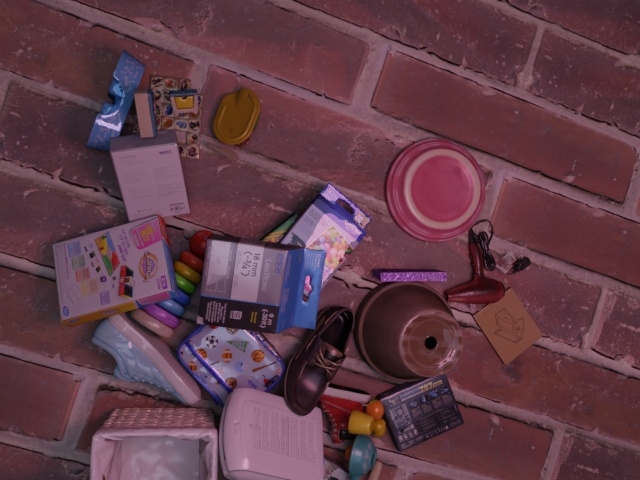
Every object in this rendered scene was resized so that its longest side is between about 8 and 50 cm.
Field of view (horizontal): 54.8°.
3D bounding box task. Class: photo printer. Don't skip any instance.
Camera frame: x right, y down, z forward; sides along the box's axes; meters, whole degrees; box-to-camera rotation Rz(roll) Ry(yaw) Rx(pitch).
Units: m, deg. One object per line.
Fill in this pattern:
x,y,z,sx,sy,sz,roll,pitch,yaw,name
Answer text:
-0.139,0.556,1.718,0.307,0.107,0.256,24,43,-28,photo printer

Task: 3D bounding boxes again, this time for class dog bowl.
-0.578,-0.387,1.753,0.074,0.166,0.297,22,87,-21,dog bowl

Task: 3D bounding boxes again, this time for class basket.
-0.457,0.654,1.725,0.331,0.266,0.328,2,90,-10,basket

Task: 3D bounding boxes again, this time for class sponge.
0.274,0.107,1.917,0.210,0.117,0.031,0,93,-9,sponge

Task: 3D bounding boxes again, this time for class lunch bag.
-0.263,0.361,1.834,0.243,0.115,0.303,-41,96,-5,lunch bag

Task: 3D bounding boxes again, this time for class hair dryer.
0.510,0.099,1.994,0.223,0.080,0.293,42,78,7,hair dryer

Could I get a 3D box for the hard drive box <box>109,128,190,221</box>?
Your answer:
-0.476,-0.181,1.743,0.181,0.089,0.232,-9,129,-10,hard drive box

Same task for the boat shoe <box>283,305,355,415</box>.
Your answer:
0.001,0.334,1.805,0.132,0.130,0.355,30,59,-13,boat shoe

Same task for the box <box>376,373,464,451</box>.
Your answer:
0.315,0.535,1.958,0.232,0.059,0.183,-22,94,-8,box

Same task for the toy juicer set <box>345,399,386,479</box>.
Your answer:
0.132,0.636,1.884,0.089,0.209,0.329,7,106,22,toy juicer set

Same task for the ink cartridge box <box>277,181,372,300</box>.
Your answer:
0.000,0.000,1.819,0.186,0.065,0.311,40,82,-8,ink cartridge box

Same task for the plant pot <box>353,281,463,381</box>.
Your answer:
0.283,0.281,1.840,0.323,0.280,0.323,0,90,-9,plant pot

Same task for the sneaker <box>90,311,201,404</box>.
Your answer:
-0.509,0.364,1.792,0.366,0.135,0.150,45,91,1,sneaker

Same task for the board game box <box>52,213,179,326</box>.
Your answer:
-0.576,0.084,1.734,0.316,0.064,0.242,-15,69,-1,board game box

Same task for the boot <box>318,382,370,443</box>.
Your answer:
0.020,0.529,1.898,0.244,0.088,0.176,17,89,-13,boot

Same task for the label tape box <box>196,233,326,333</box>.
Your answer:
-0.160,0.126,1.721,0.333,0.106,0.241,8,97,-4,label tape box

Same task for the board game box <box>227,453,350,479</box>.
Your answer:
-0.096,0.720,1.874,0.303,0.097,0.224,33,84,-8,board game box

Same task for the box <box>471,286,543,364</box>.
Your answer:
0.614,0.279,2.025,0.164,0.021,0.201,-35,95,-8,box

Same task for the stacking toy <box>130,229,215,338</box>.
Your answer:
-0.405,0.116,1.809,0.141,0.141,0.330,35,78,-8,stacking toy

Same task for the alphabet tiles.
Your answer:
-0.455,-0.370,1.845,0.198,0.009,0.237,4,90,-9,alphabet tiles

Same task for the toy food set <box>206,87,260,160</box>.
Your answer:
-0.250,-0.345,1.856,0.128,0.071,0.218,21,85,15,toy food set

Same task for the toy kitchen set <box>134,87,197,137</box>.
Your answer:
-0.424,-0.385,1.725,0.166,0.207,0.122,-7,121,-10,toy kitchen set

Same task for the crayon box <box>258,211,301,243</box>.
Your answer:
-0.134,0.088,1.867,0.318,0.081,0.202,-40,97,-7,crayon box

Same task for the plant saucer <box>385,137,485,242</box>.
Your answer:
0.372,-0.159,1.949,0.332,0.084,0.332,0,90,-9,plant saucer
